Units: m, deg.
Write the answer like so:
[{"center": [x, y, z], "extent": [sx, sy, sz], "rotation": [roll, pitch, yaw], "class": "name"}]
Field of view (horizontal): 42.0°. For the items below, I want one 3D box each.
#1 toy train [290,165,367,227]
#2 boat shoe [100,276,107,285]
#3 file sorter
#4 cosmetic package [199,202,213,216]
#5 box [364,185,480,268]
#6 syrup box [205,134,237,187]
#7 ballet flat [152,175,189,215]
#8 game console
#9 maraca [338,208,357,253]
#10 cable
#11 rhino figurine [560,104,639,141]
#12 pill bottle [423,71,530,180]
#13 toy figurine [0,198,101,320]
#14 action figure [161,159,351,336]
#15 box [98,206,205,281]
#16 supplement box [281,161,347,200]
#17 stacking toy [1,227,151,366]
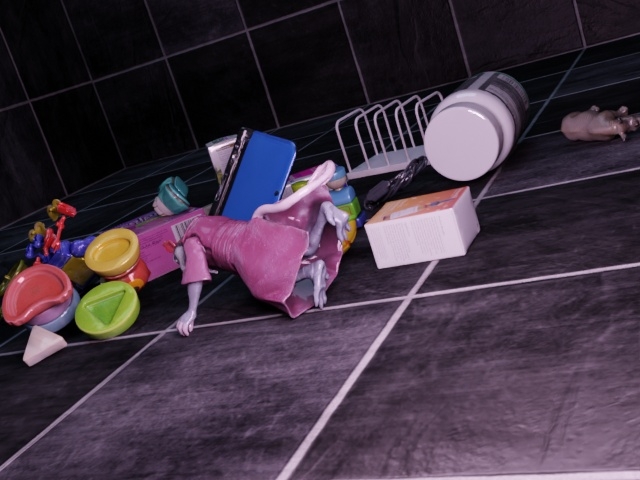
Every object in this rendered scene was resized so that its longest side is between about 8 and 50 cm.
[{"center": [-0.034, -0.070, 1.859], "extent": [0.248, 0.143, 0.105], "rotation": [-13, 15, 20], "class": "toy train"}, {"center": [-0.477, 0.089, 1.964], "extent": [0.073, 0.073, 0.207], "rotation": [-17, 22, -10], "class": "boat shoe"}, {"center": [0.213, -0.301, 2.358], "extent": [0.278, 0.173, 0.193], "rotation": [-7, 19, 35], "class": "file sorter"}, {"center": [-0.288, -0.083, 2.384], "extent": [0.115, 0.060, 0.041], "rotation": [-23, 14, -25], "class": "cosmetic package"}, {"center": [0.189, -0.024, 1.527], "extent": [0.170, 0.091, 0.130], "rotation": [-11, 16, 27], "class": "box"}, {"center": [-0.226, -0.157, 2.225], "extent": [0.096, 0.237, 0.093], "rotation": [-20, 15, -8], "class": "syrup box"}, {"center": [-0.375, -0.100, 2.083], "extent": [0.087, 0.083, 0.247], "rotation": [-42, 15, 3], "class": "ballet flat"}, {"center": [-0.148, -0.098, 1.944], "extent": [0.173, 0.293, 0.250], "rotation": [21, 2, 10], "class": "game console"}, {"center": [0.000, 0.000, 1.669], "extent": [0.127, 0.099, 0.186], "rotation": [-19, -14, -49], "class": "maraca"}, {"center": [0.187, -0.134, 1.953], "extent": [0.184, 0.047, 0.150], "rotation": [-39, -9, 26], "class": "cable"}, {"center": [0.647, -0.262, 1.890], "extent": [0.106, 0.073, 0.243], "rotation": [-20, 15, -22], "class": "rhino figurine"}, {"center": [0.377, -0.276, 2.003], "extent": [0.204, 0.204, 0.361], "rotation": [-11, 16, 27], "class": "pill bottle"}, {"center": [-0.631, 0.088, 2.065], "extent": [0.362, 0.217, 0.191], "rotation": [-45, 39, 30], "class": "toy figurine"}, {"center": [-0.148, 0.012, 1.496], "extent": [0.370, 0.275, 0.248], "rotation": [7, 32, 30], "class": "action figure"}, {"center": [-0.412, 0.003, 2.102], "extent": [0.214, 0.117, 0.243], "rotation": [-25, 16, -25], "class": "box"}, {"center": [-0.045, -0.106, 2.075], "extent": [0.220, 0.114, 0.111], "rotation": [-21, 16, -6], "class": "supplement box"}, {"center": [-0.492, 0.147, 1.752], "extent": [0.309, 0.130, 0.279], "rotation": [-23, 46, -3], "class": "stacking toy"}]
